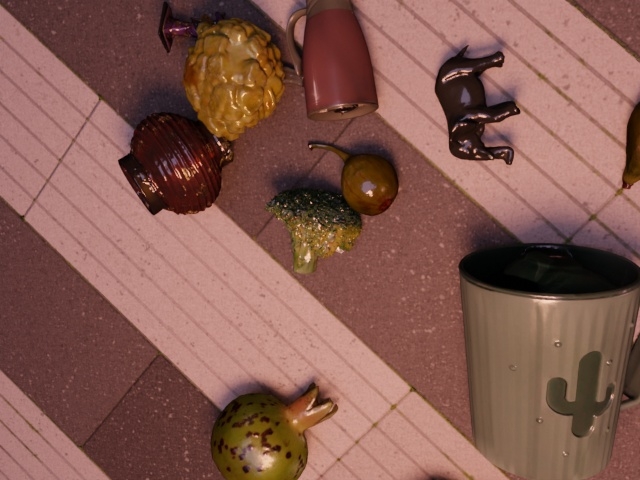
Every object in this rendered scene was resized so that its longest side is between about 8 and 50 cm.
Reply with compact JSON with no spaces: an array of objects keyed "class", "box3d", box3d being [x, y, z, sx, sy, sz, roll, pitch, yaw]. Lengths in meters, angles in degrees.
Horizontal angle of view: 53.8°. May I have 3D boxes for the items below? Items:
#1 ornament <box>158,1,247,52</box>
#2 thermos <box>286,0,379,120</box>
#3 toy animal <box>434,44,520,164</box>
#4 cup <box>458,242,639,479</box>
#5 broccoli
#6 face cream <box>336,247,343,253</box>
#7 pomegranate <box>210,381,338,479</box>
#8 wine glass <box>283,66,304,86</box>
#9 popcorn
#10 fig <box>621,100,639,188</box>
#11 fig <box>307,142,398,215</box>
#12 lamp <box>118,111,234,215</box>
[{"class":"ornament","box3d":[-0.242,-0.465,1.368,0.203,0.088,0.081,-2,76,4]},{"class":"thermos","box3d":[0.016,-0.383,1.274,0.176,0.146,0.265,-10,89,30]},{"class":"toy animal","box3d":[0.307,-0.255,1.234,0.146,0.114,0.245,-17,74,12]},{"class":"cup","box3d":[0.462,0.209,1.173,0.401,0.310,0.392,2,106,18]},{"class":"broccoli","box3d":[-0.019,-0.016,1.346,0.220,0.194,0.194,4,103,-15]},{"class":"face cream","box3d":[0.000,0.000,1.408,0.115,0.020,0.038,13,100,12]},{"class":"pomegranate","box3d":[-0.118,0.432,1.447,0.231,0.231,0.286,31,78,8]},{"class":"wine glass","box3d":[-0.071,-0.351,1.353,0.083,0.039,0.042,18,94,9]},{"class":"popcorn","box3d":[-0.184,-0.332,1.286,0.217,0.181,0.235,29,121,19]},{"class":"fig","box3d":[0.625,-0.180,1.158,0.127,0.133,0.185,-14,136,3]},{"class":"fig","box3d":[0.065,-0.149,1.333,0.236,0.124,0.124,43,110,29]},{"class":"lamp","box3d":[-0.305,-0.169,1.362,0.247,0.247,0.247,3,101,16]}]
